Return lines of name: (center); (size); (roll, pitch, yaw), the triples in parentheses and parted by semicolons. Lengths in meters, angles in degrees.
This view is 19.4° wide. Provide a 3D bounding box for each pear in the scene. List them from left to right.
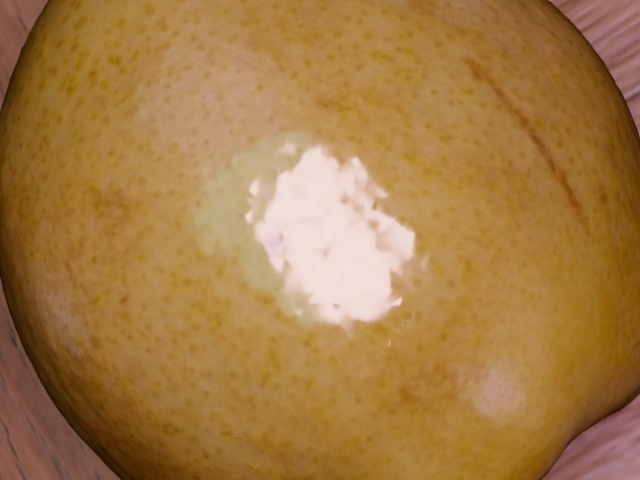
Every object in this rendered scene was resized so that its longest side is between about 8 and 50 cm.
pear: (0.000, 0.000, 0.849); (0.314, 0.314, 0.314); (-2, 82, 13)
